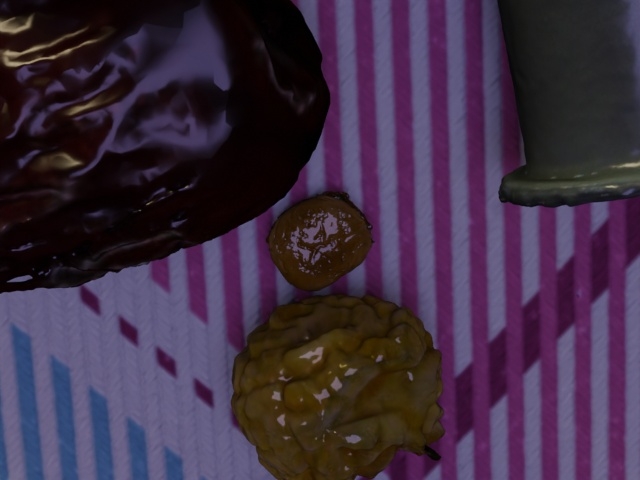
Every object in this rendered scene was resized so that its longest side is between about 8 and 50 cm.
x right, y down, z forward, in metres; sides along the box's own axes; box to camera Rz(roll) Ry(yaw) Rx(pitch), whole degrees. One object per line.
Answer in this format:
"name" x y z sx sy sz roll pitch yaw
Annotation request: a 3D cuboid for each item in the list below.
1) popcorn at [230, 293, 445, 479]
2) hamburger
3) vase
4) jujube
"popcorn" 0.018 0.124 1.351 0.180 0.180 0.170 -40 66 6
"hamburger" 0.000 0.000 1.362 0.083 0.044 0.076 -37 104 8
"vase" 0.217 -0.190 1.245 0.245 0.245 0.291 -15 99 0
"jujube" -0.179 -0.094 1.222 0.376 0.258 0.258 -19 106 -3
